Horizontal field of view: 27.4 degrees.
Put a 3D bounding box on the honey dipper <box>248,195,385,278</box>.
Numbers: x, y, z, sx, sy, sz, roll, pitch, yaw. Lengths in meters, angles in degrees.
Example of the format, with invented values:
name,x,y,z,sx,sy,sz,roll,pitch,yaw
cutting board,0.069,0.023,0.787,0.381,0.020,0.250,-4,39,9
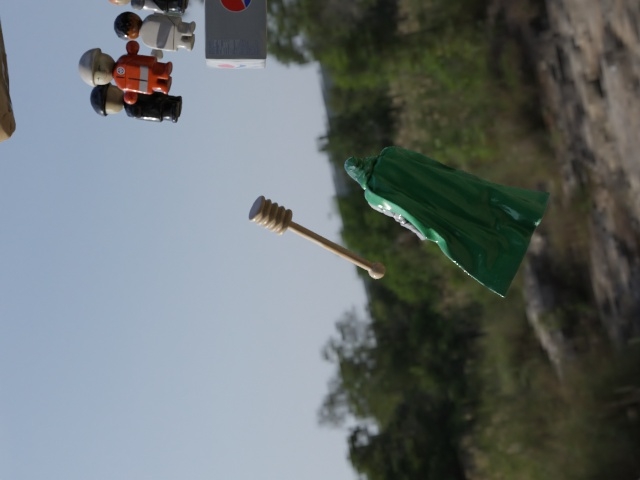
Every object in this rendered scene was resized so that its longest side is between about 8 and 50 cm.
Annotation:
name,x,y,z,sx,sy,sz,roll,pitch,yaw
honey dipper,0.000,0.000,1.364,0.161,0.030,0.030,27,-150,-22

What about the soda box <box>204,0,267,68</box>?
name,x,y,z,sx,sy,sz,roll,pitch,yaw
soda box,-0.124,-0.395,1.898,0.098,0.091,0.286,-168,78,-87

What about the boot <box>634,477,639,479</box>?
name,x,y,z,sx,sy,sz,roll,pitch,yaw
boot,0.239,0.154,0.834,0.121,0.099,0.045,8,-119,-52

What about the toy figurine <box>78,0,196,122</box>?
name,x,y,z,sx,sy,sz,roll,pitch,yaw
toy figurine,-0.291,-0.303,2.081,0.213,0.148,0.209,87,-168,-76

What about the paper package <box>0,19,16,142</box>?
name,x,y,z,sx,sy,sz,roll,pitch,yaw
paper package,-0.435,-0.157,1.086,0.309,0.325,0.168,-115,5,-53

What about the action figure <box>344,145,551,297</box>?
name,x,y,z,sx,sy,sz,roll,pitch,yaw
action figure,0.135,-0.043,1.524,0.137,0.232,0.063,-64,1,-17
